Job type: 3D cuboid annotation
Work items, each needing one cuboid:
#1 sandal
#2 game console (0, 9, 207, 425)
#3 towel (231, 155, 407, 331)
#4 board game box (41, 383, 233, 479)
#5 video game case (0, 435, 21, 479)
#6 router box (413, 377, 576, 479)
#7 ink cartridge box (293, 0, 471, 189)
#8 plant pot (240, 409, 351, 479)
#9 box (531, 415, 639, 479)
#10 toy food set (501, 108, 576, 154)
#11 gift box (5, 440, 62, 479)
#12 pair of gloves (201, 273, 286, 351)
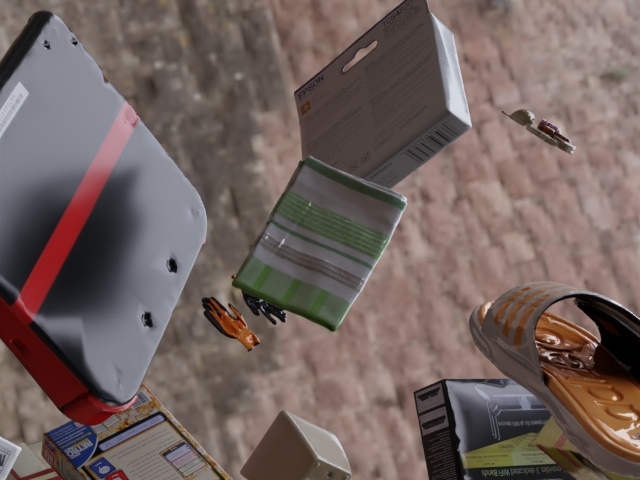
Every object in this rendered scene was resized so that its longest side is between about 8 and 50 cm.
[{"bbox_3d":[0.189,0.077,1.108,0.265,0.102,0.076,-131,-131,-64],"label":"sandal"},{"bbox_3d":[-0.274,-0.026,1.769,0.342,0.060,0.386,52,33,-25],"label":"game console"},{"bbox_3d":[0.000,0.000,1.487,0.152,0.113,0.023,-60,163,-26],"label":"towel"},{"bbox_3d":[-0.208,0.269,1.870,0.193,0.147,0.045,43,-40,28],"label":"board game box"},{"bbox_3d":[-0.401,0.226,1.420,0.042,0.210,0.232,15,-17,45],"label":"video game case"},{"bbox_3d":[0.302,0.335,2.467,0.081,0.309,0.243,-31,-118,49],"label":"router box"},{"bbox_3d":[0.066,-0.148,1.839,0.045,0.223,0.224,32,35,-33],"label":"ink cartridge box"},{"bbox_3d":[-0.022,0.312,2.188,0.109,0.109,0.096,31,5,-37],"label":"plant pot"},{"bbox_3d":[0.281,0.211,1.618,0.087,0.058,0.232,40,-6,-2],"label":"box"},{"bbox_3d":[0.273,-0.135,1.961,0.019,0.078,0.122,-61,-148,10],"label":"toy food set"},{"bbox_3d":[-0.297,0.401,2.180,0.276,0.258,0.255,28,-54,53],"label":"gift box"},{"bbox_3d":[-0.078,0.072,1.655,0.074,0.083,0.010,44,-42,9],"label":"pair of gloves"}]
